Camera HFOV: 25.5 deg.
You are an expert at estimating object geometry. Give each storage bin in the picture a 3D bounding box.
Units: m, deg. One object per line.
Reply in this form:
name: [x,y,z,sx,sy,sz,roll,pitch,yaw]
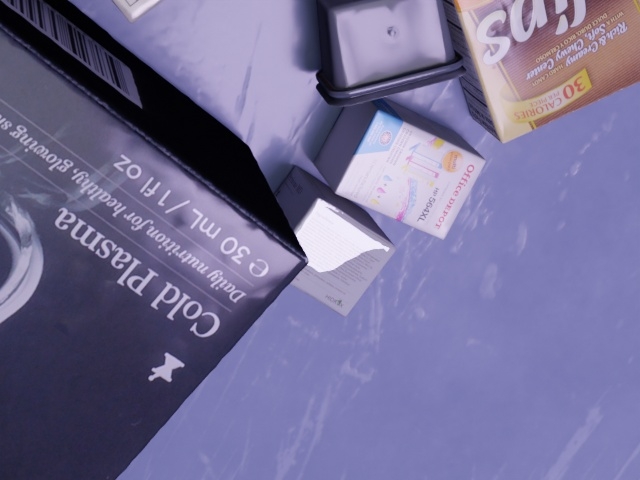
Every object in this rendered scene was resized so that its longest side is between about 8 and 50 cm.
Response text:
storage bin: [0.057,-0.193,1.312,0.135,0.098,0.091,-14,116,-8]

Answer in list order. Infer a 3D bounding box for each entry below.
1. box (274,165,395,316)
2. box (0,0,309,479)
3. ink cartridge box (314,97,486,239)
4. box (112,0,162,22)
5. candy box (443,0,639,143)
box: [0.000,0.000,1.374,0.102,0.101,0.087,33,100,-24]
box: [-0.355,0.006,1.183,0.480,0.297,0.472,37,101,-24]
ink cartridge box: [0.084,-0.073,1.373,0.143,0.090,0.092,22,104,-21]
box: [-0.122,-0.321,1.199,0.232,0.127,0.149,-37,115,2]
candy box: [0.191,-0.272,1.321,0.182,0.087,0.317,-24,115,-4]
